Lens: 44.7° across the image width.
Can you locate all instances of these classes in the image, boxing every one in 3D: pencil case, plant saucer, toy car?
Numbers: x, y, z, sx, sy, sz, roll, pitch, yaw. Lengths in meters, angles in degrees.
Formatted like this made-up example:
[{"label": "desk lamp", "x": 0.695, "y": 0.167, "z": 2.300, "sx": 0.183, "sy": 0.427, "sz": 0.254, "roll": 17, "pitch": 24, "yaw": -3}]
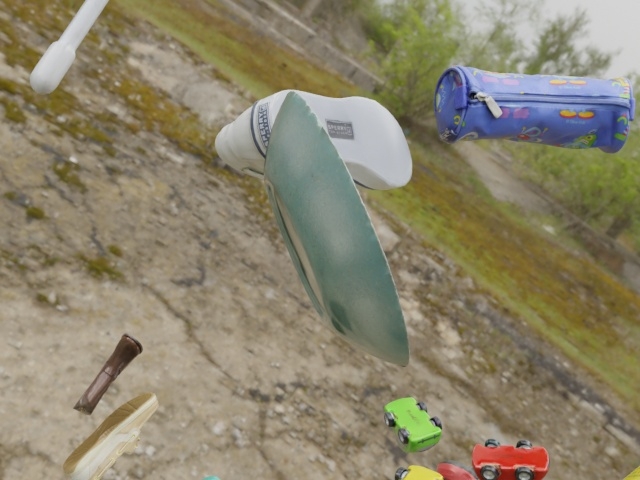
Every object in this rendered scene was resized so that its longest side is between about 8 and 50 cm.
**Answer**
[{"label": "pencil case", "x": 0.326, "y": -0.200, "z": 1.189, "sx": 0.306, "sy": 0.119, "sz": 0.133, "roll": 2, "pitch": 1, "yaw": -10}, {"label": "plant saucer", "x": 0.000, "y": 0.000, "z": 0.512, "sx": 0.195, "sy": 0.038, "sz": 0.194, "roll": 157, "pitch": -90, "yaw": -82}, {"label": "toy car", "x": 0.155, "y": 0.290, "z": 1.048, "sx": 0.239, "sy": 0.053, "sz": 0.225, "roll": -14, "pitch": 25, "yaw": -16}]

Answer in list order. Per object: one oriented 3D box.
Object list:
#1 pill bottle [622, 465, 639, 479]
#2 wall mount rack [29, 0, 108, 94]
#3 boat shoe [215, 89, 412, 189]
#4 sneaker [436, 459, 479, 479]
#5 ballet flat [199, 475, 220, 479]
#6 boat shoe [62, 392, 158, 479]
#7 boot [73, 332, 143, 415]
[{"label": "pill bottle", "x": 0.422, "y": 0.284, "z": 0.795, "sx": 0.334, "sy": 0.187, "sz": 0.188, "roll": -28, "pitch": 52, "yaw": -23}, {"label": "wall mount rack", "x": -0.109, "y": -0.266, "z": 0.459, "sx": 0.131, "sy": 0.304, "sz": 0.350, "roll": -10, "pitch": -3, "yaw": -33}, {"label": "boat shoe", "x": 0.001, "y": -0.094, "z": 0.768, "sx": 0.258, "sy": 0.084, "sz": 0.095, "roll": 9, "pitch": 71, "yaw": -54}, {"label": "sneaker", "x": 0.264, "y": 0.509, "z": 1.334, "sx": 0.098, "sy": 0.135, "sz": 0.276, "roll": -9, "pitch": -57, "yaw": 52}, {"label": "ballet flat", "x": -0.246, "y": 0.429, "z": 1.127, "sx": 0.087, "sy": 0.247, "sz": 0.083, "roll": 39, "pitch": 8, "yaw": -34}, {"label": "boat shoe", "x": -0.306, "y": 0.302, "z": 1.175, "sx": 0.063, "sy": 0.170, "sz": 0.059, "roll": -3, "pitch": -57, "yaw": 55}, {"label": "boot", "x": -0.306, "y": 0.195, "z": 1.115, "sx": 0.037, "sy": 0.106, "sz": 0.114, "roll": 36, "pitch": 54, "yaw": 1}]
